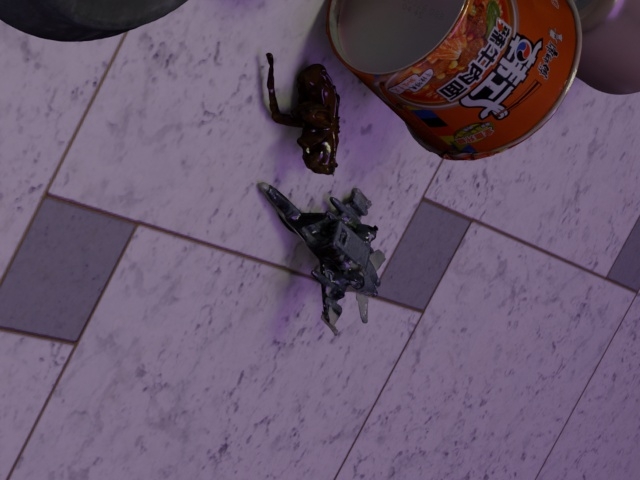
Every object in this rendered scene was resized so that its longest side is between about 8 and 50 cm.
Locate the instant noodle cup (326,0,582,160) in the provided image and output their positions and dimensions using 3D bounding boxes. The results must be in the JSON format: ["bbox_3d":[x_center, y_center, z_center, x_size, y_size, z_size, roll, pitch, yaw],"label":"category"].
[{"bbox_3d":[0.138,-0.235,1.737,0.192,0.250,0.250,26,94,-47],"label":"instant noodle cup"}]

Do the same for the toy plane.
[{"bbox_3d":[0.010,0.000,1.875,0.262,0.088,0.192,51,46,-52],"label":"toy plane"}]

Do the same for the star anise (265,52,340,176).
[{"bbox_3d":[-0.018,-0.149,1.747,0.190,0.070,0.097,70,32,-48],"label":"star anise"}]

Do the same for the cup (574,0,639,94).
[{"bbox_3d":[0.360,-0.337,2.000,0.200,0.191,0.252,19,71,-53],"label":"cup"}]

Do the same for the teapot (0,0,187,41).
[{"bbox_3d":[-0.216,-0.306,1.114,0.300,0.344,0.253,7,111,-54],"label":"teapot"}]
